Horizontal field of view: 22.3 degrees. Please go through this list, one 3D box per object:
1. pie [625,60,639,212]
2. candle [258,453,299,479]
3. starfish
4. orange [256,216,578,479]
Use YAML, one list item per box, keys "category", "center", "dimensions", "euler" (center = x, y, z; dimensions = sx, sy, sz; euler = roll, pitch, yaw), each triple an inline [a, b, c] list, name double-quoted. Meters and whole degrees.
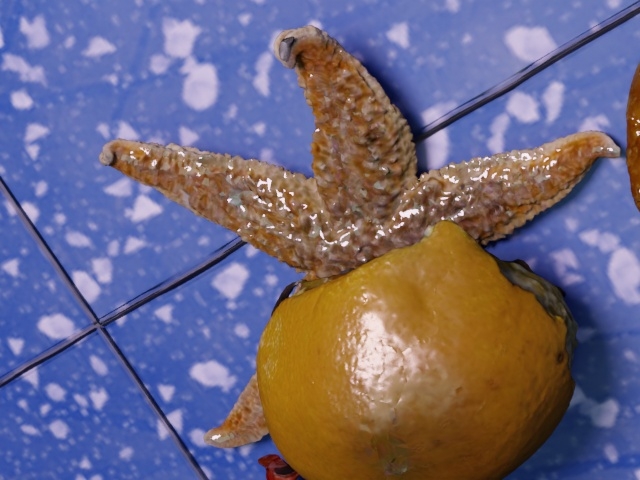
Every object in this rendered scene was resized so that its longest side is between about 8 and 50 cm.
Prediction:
- category: "pie"
  center: [0.217, -0.088, 0.761]
  dimensions: [0.191, 0.033, 0.088]
  euler: [-27, 92, 30]
- category: "candle"
  center: [0.001, 0.272, 0.961]
  dimensions: [0.051, 0.048, 0.329]
  euler: [24, 125, 55]
- category: "starfish"
  center: [0.001, -0.003, 0.857]
  dimensions: [0.231, 0.048, 0.295]
  euler: [41, 121, -13]
- category: "orange"
  center: [0.045, 0.073, 0.807]
  dimensions: [0.160, 0.112, 0.170]
  euler: [15, 135, 3]
